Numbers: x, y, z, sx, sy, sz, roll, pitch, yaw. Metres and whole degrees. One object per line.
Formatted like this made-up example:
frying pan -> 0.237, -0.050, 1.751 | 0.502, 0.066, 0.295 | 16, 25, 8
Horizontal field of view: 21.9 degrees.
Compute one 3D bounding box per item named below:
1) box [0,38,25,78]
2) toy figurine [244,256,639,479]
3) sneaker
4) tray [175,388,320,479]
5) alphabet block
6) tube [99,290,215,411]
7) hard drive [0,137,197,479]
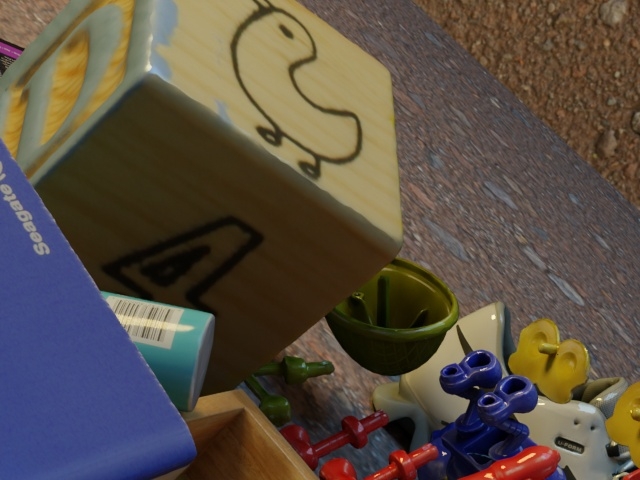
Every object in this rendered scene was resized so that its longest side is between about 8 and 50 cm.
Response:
box -> -0.215, -0.090, 1.169 | 0.116, 0.029, 0.162 | 21, 27, -46
toy figurine -> 0.084, 0.176, 1.077 | 0.362, 0.191, 0.217 | 34, -34, 53
sneaker -> 0.203, 0.184, 1.236 | 0.330, 0.146, 0.122 | 44, 17, 0
tray -> 0.023, 0.257, 0.807 | 0.411, 0.076, 0.203 | 49, 19, 16
alphabet block -> -0.085, -0.049, 1.034 | 0.197, 0.193, 0.192 | 33, 35, -27
tube -> -0.160, 0.040, 0.859 | 0.207, 0.052, 0.080 | 13, 13, 4
hard drive -> -0.217, 0.049, 0.667 | 0.318, 0.040, 0.210 | -15, 65, -51
